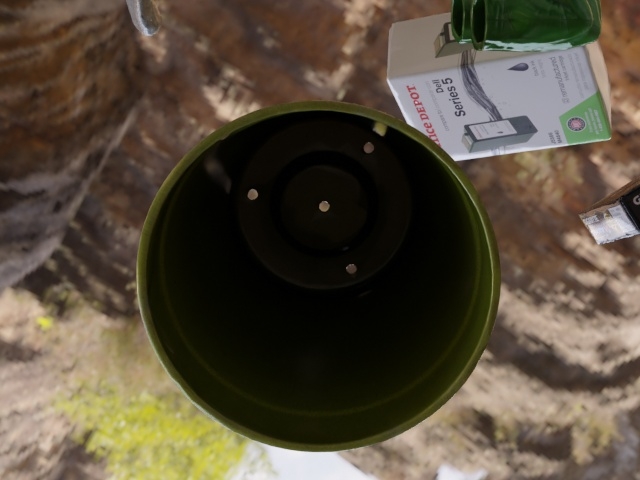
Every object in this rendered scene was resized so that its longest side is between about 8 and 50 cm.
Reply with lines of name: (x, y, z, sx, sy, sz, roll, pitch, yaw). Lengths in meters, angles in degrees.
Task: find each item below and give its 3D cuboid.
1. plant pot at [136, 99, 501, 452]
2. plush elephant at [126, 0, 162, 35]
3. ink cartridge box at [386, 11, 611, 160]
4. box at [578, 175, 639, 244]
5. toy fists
plant pot: (0.000, 0.000, 1.560, 0.366, 0.367, 0.353, 29, -167, -6)
plush elephant: (-0.095, -0.344, 1.328, 0.329, 0.272, 0.255, 8, -134, 26)
ink cartridge box: (0.249, -0.221, 1.920, 0.198, 0.272, 0.115, 59, -150, -48)
box: (0.435, -0.076, 1.675, 0.051, 0.220, 0.175, 58, 174, 1)
toy fists: (0.239, -0.270, 1.605, 0.142, 0.096, 0.279, 0, -169, -4)
